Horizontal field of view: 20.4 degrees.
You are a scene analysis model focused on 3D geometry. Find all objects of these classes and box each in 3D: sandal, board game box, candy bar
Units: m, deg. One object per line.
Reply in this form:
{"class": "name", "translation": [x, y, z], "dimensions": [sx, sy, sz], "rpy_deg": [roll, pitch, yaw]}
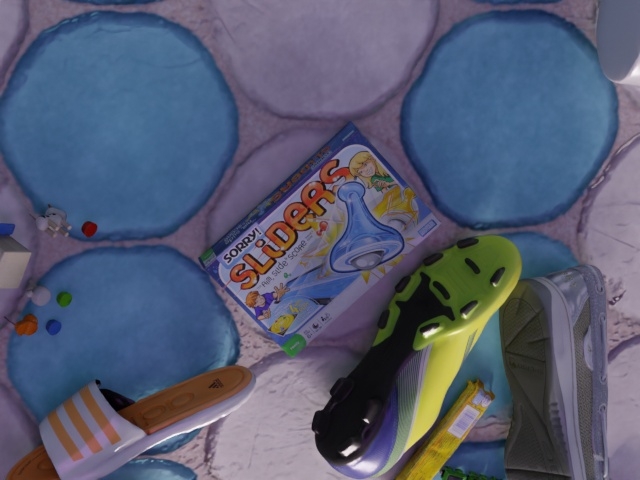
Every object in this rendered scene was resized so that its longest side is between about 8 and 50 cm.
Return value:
{"class": "sandal", "translation": [-0.193, 0.162, 1.714], "dimensions": [0.265, 0.102, 0.076], "rpy_deg": [-26, 112, -14]}
{"class": "board game box", "translation": [0.000, 0.000, 1.735], "dimensions": [0.201, 0.035, 0.136], "rpy_deg": [-43, 114, 3]}
{"class": "candy bar", "translation": [0.125, 0.213, 1.851], "dimensions": [0.040, 0.018, 0.161], "rpy_deg": [33, 97, -26]}

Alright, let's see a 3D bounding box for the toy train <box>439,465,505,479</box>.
{"class": "toy train", "translation": [0.165, 0.256, 1.874], "dimensions": [0.083, 0.023, 0.017], "rpy_deg": [16, 104, -19]}

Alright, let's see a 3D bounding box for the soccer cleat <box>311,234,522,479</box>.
{"class": "soccer cleat", "translation": [0.105, 0.117, 1.791], "dimensions": [0.289, 0.093, 0.121], "rpy_deg": [-52, 143, 2]}

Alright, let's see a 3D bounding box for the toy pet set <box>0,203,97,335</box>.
{"class": "toy pet set", "translation": [-0.287, 0.022, 1.668], "dimensions": [0.114, 0.065, 0.122], "rpy_deg": [2, 116, -52]}

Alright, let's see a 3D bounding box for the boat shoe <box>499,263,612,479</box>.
{"class": "boat shoe", "translation": [0.256, 0.184, 1.827], "dimensions": [0.103, 0.118, 0.320], "rpy_deg": [-16, 106, -28]}

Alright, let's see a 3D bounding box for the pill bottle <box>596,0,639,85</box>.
{"class": "pill bottle", "translation": [0.412, -0.199, 1.710], "dimensions": [0.272, 0.152, 0.152], "rpy_deg": [3, 108, -15]}
